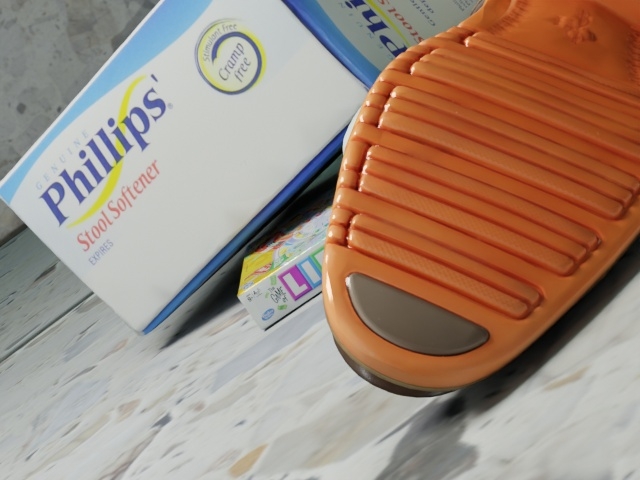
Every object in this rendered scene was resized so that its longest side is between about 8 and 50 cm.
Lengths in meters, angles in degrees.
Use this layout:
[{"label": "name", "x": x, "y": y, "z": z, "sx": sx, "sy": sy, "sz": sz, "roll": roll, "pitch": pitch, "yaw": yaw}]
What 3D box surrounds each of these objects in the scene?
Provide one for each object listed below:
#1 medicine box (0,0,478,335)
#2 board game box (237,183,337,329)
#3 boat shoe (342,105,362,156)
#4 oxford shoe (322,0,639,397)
[{"label": "medicine box", "x": -0.041, "y": -0.110, "z": 1.311, "sx": 0.263, "sy": 0.149, "sz": 0.289, "roll": -44, "pitch": 1, "yaw": 31}, {"label": "board game box", "x": 0.000, "y": 0.000, "z": 1.174, "sx": 0.103, "sy": 0.026, "sz": 0.154, "roll": -34, "pitch": 9, "yaw": 5}, {"label": "boat shoe", "x": 0.099, "y": -0.090, "z": 1.148, "sx": 0.219, "sy": 0.077, "sz": 0.070, "roll": -30, "pitch": 7, "yaw": -23}, {"label": "oxford shoe", "x": 0.091, "y": -0.034, "z": 0.862, "sx": 0.363, "sy": 0.130, "sz": 0.132, "roll": -55, "pitch": -12, "yaw": -46}]
